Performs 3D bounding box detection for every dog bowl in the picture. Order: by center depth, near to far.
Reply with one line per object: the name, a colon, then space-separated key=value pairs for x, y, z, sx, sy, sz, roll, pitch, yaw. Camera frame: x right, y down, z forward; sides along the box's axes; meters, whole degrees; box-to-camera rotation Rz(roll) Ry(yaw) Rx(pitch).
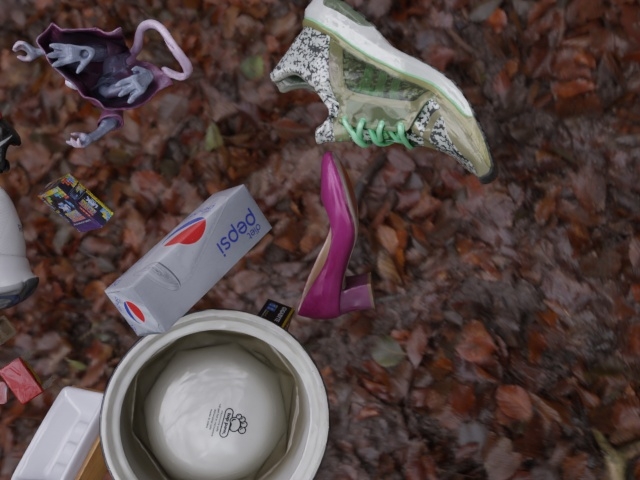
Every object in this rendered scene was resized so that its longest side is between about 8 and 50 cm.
dog bowl: x=-0.193 y=0.323 z=1.503 sx=0.407 sy=0.150 sz=0.408 roll=0 pitch=90 yaw=-8

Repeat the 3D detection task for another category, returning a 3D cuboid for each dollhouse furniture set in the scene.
dollhouse furniture set: x=-0.834 y=0.253 z=1.905 sx=0.201 sy=0.152 sz=0.374 roll=-32 pitch=96 yaw=8

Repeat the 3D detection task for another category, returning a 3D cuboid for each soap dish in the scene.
soap dish: x=-0.601 y=0.508 z=1.986 sx=0.228 sy=0.118 sz=0.291 roll=0 pitch=54 yaw=42

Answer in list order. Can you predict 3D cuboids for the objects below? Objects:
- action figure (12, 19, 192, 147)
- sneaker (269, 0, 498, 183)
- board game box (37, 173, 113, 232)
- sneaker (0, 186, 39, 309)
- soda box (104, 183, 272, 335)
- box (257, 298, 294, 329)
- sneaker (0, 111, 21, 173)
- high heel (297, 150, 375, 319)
action figure: x=-0.436 y=-0.348 z=1.607 sx=0.275 sy=0.370 sz=0.248 roll=-32 pitch=102 yaw=-8
sneaker: x=0.083 y=-0.185 z=1.190 sx=0.182 sy=0.158 sz=0.410 roll=-47 pitch=62 yaw=1
board game box: x=-0.589 y=-0.086 z=1.944 sx=0.170 sy=0.141 sz=0.048 roll=-9 pitch=40 yaw=56
sneaker: x=-0.424 y=0.013 z=0.758 sx=0.111 sy=0.297 sz=0.129 roll=-32 pitch=66 yaw=55
soda box: x=-0.212 y=0.028 z=1.338 sx=0.091 sy=0.098 sz=0.286 roll=-10 pitch=28 yaw=48
box: x=-0.164 y=0.314 z=1.871 sx=0.079 sy=0.322 sz=0.257 roll=19 pitch=113 yaw=6
sneaker: x=-0.779 y=-0.167 z=1.819 sx=0.276 sy=0.135 sz=0.097 roll=-55 pitch=29 yaw=-15
high heel: x=0.000 y=0.000 z=1.751 sx=0.181 sy=0.127 sz=0.377 roll=-9 pitch=106 yaw=9
